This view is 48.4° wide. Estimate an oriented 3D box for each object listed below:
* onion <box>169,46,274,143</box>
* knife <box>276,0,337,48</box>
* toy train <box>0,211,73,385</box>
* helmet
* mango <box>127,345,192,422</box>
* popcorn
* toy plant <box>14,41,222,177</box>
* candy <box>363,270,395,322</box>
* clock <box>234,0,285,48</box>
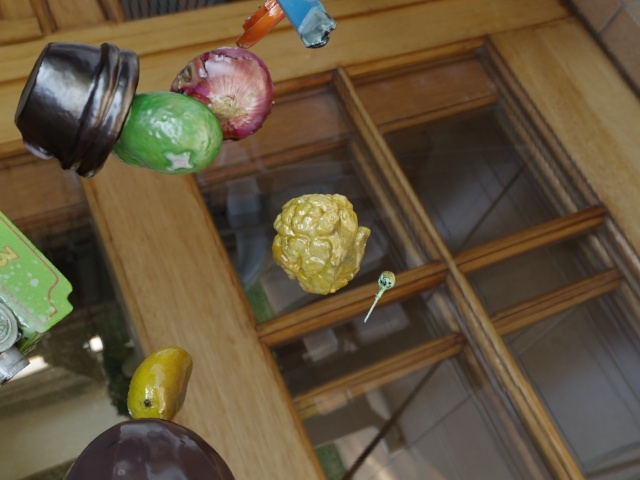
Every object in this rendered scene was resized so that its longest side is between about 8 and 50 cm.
[{"bbox_3d":[-0.145,-0.221,1.013,0.150,0.150,0.140,94,161,-44],"label":"onion"},{"bbox_3d":[-0.031,-0.290,0.860,0.044,0.026,0.296,-56,31,23],"label":"knife"},{"bbox_3d":[-0.573,0.088,1.167,0.307,0.249,0.173,47,122,-4],"label":"toy train"},{"bbox_3d":[-0.179,0.321,0.792,0.305,0.225,0.177,37,108,50],"label":"helmet"},{"bbox_3d":[-0.237,0.217,1.071,0.161,0.076,0.103,-66,-29,-64],"label":"mango"},{"bbox_3d":[0.000,0.000,1.644,0.190,0.250,0.250,26,134,31],"label":"popcorn"},{"bbox_3d":[-0.258,-0.158,0.923,0.218,0.235,0.175,9,80,61],"label":"toy plant"},{"bbox_3d":[0.083,0.082,1.039,0.025,0.083,0.023,31,-177,9],"label":"candy"},{"bbox_3d":[-0.109,-0.497,1.556,0.051,0.205,0.205,48,164,-17],"label":"clock"}]
